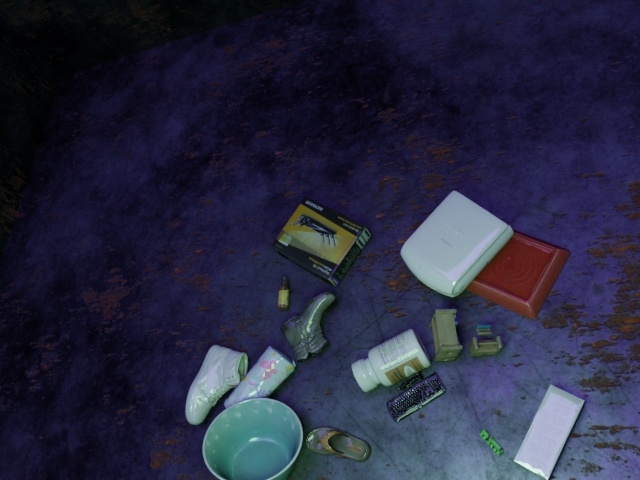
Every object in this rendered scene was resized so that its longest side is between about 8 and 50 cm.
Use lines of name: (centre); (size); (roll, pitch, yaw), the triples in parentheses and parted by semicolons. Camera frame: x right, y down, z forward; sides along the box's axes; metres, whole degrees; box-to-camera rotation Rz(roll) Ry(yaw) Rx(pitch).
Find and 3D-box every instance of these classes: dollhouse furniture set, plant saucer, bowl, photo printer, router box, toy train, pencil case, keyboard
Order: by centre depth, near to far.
toy train: (0.494, 0.583, 1.686); (0.023, 0.017, 0.083); (-37, 54, -9)
dollhouse furniture set: (0.445, 0.296, 1.815); (0.183, 0.129, 0.129); (-1, 61, -2)
keyboard: (0.288, 0.478, 1.829); (0.192, 0.038, 0.100); (-34, 55, 5)
bowl: (-0.202, 0.673, 1.847); (0.311, 0.163, 0.311); (-4, 38, 3)
plant saucer: (0.619, 0.086, 1.871); (0.259, 0.048, 0.258); (26, 78, 33)
photo printer: (0.430, 0.016, 1.905); (0.307, 0.107, 0.256); (-47, 55, -2)
pencil case: (-0.208, 0.498, 2.009); (0.124, 0.113, 0.273); (38, 83, 3)
router box: (0.000, 0.000, 2.193); (0.309, 0.081, 0.243); (27, 79, 34)

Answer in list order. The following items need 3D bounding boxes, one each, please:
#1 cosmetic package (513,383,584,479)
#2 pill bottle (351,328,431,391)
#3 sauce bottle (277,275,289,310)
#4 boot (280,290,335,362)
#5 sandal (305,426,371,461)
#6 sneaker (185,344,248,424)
cosmetic package: (0.636, 0.532, 1.617); (0.099, 0.060, 0.239); (24, 76, 35)
pill bottle: (0.222, 0.386, 1.851); (0.229, 0.131, 0.131); (-29, 55, 10)
sauce bottle: (-0.137, 0.196, 2.179); (0.042, 0.042, 0.128); (-8, 63, 22)
boot: (-0.012, 0.306, 2.050); (0.246, 0.083, 0.161); (-41, 61, 8)
sandal: (0.050, 0.643, 1.841); (0.219, 0.060, 0.090); (9, 68, 29)
sneaker: (-0.360, 0.522, 2.075); (0.169, 0.108, 0.292); (5, 65, 31)
